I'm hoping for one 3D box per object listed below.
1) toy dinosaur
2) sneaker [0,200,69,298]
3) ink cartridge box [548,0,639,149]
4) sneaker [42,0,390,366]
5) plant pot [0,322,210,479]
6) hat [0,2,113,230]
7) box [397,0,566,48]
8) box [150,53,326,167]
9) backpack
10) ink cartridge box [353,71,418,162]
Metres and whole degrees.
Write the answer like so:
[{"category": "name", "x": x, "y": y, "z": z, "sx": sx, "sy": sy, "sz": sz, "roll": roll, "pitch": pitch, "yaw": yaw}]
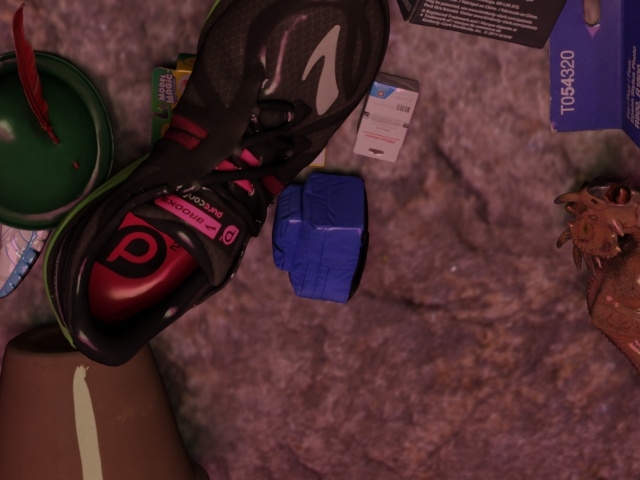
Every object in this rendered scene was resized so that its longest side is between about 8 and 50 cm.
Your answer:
[{"category": "toy dinosaur", "x": 0.324, "y": 0.038, "z": 1.898, "sx": 0.200, "sy": 0.127, "sz": 0.295, "roll": 5, "pitch": 125, "yaw": -2}, {"category": "sneaker", "x": -0.315, "y": -0.027, "z": 1.911, "sx": 0.083, "sy": 0.071, "sz": 0.190, "roll": 28, "pitch": 109, "yaw": -7}, {"category": "ink cartridge box", "x": 0.386, "y": -0.240, "z": 1.762, "sx": 0.330, "sy": 0.071, "sz": 0.324, "roll": -4, "pitch": 121, "yaw": 2}, {"category": "sneaker", "x": -0.088, "y": -0.064, "z": 1.739, "sx": 0.185, "sy": 0.202, "sz": 0.483, "roll": 28, "pitch": 112, "yaw": -23}, {"category": "plant pot", "x": -0.253, "y": 0.211, "z": 1.965, "sx": 0.263, "sy": 0.263, "sz": 0.229, "roll": -4, "pitch": 102, "yaw": 4}, {"category": "hat", "x": -0.306, "y": -0.103, "z": 1.765, "sx": 0.173, "sy": 0.183, "sz": 0.208, "roll": -17, "pitch": 94, "yaw": 7}, {"category": "box", "x": 0.169, "y": -0.331, "z": 1.628, "sx": 0.143, "sy": 0.165, "sz": 0.270, "roll": 9, "pitch": 127, "yaw": -22}, {"category": "box", "x": -0.082, "y": -0.131, "z": 1.852, "sx": 0.179, "sy": 0.043, "sz": 0.105, "roll": 3, "pitch": 121, "yaw": -3}, {"category": "backpack", "x": 0.000, "y": 0.000, "z": 1.898, "sx": 0.101, "sy": 0.098, "sz": 0.120, "roll": 7, "pitch": 133, "yaw": 2}, {"category": "ink cartridge box", "x": 0.065, "y": -0.125, "z": 1.859, "sx": 0.048, "sy": 0.028, "sz": 0.083, "roll": 14, "pitch": 120, "yaw": -7}]
